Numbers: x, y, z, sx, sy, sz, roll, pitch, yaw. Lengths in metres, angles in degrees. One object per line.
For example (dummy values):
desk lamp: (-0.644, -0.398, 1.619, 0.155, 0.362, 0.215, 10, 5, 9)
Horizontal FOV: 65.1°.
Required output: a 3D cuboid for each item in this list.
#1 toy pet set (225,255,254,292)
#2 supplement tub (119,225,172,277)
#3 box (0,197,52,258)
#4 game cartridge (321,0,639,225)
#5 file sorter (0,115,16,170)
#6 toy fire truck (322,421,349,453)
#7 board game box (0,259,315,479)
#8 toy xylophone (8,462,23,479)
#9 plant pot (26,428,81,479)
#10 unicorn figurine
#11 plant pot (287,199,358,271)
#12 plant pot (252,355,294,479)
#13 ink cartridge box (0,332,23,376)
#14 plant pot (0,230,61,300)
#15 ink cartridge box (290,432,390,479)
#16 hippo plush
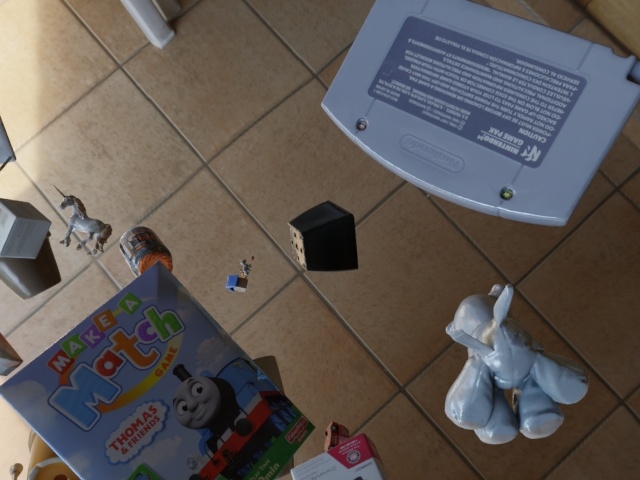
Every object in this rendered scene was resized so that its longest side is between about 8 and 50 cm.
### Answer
toy pet set: (-0.270, 0.114, 1.657, 0.065, 0.122, 0.114, 15, 62, -10)
supplement tub: (-0.498, 0.043, 1.440, 0.117, 0.117, 0.190, -49, 42, -5)
box: (-0.681, -0.028, 1.119, 0.101, 0.087, 0.102, 32, 99, 24)
game cartridge: (0.155, -0.144, 0.536, 0.294, 0.060, 0.196, 31, 92, 22)
file sorter: (-0.898, -0.231, 1.155, 0.277, 0.173, 0.193, -14, 117, -16)
toy fire truck: (0.073, 0.617, 1.407, 0.135, 0.192, 0.047, 23, 128, -9)
board game box: (-0.130, 0.147, 0.432, 0.211, 0.039, 0.160, 47, 60, -2)
toy xylophone: (-0.609, 0.620, 1.078, 0.081, 0.322, 0.236, -10, 102, -30)
plant pot: (-0.572, 0.489, 1.148, 0.205, 0.188, 0.205, -3, 106, -12)
unicorn figurine: (-0.534, -0.035, 1.116, 0.161, 0.060, 0.111, 22, 77, -2)
plant pot: (0.000, 0.000, 1.593, 0.166, 0.188, 0.188, -16, 115, -21)
plant pot: (-0.178, 0.472, 1.264, 0.256, 0.256, 0.274, -26, 72, -2)
ink cartridge box: (-0.608, 0.156, 0.848, 0.145, 0.179, 0.045, 41, 74, 17)
plant pot: (-1.097, 0.092, 1.872, 0.263, 0.263, 0.229, -27, 101, -2)
ink cartridge box: (0.043, 0.334, 0.610, 0.109, 0.063, 0.150, -27, 48, -1)
hippo plush: (0.311, 0.215, 0.950, 0.234, 0.236, 0.294, -44, 104, 8)
